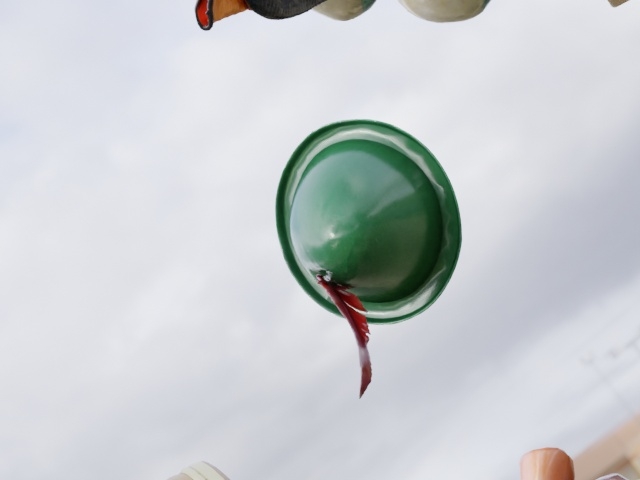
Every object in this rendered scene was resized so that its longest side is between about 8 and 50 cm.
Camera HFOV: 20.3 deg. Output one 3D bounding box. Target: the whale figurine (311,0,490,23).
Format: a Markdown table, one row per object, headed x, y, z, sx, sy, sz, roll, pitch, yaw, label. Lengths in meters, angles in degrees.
| x | y | z | sx | sy | sz | roll | pitch | yaw | label |
| --- | --- | --- | --- | --- | --- | --- | --- | --- | --- |
| 0.010 | -0.176 | 0.630 | 0.141 | 0.216 | 0.272 | -35 | -12 | -8 | whale figurine |

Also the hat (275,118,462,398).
| x | y | z | sx | sy | sz | roll | pitch | yaw | label |
| --- | --- | --- | --- | --- | --- | --- | --- | --- | --- |
| 0.000 | 0.000 | 1.405 | 0.183 | 0.208 | 0.173 | -15 | -68 | -55 | hat |

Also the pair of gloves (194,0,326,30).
| x | y | z | sx | sy | sz | roll | pitch | yaw | label |
| --- | --- | --- | --- | --- | --- | --- | --- | --- | --- |
| -0.011 | -0.100 | 0.475 | 0.074 | 0.010 | 0.083 | -31 | -57 | -44 | pair of gloves |

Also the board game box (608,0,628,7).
| x | y | z | sx | sy | sz | roll | pitch | yaw | label |
| --- | --- | --- | --- | --- | --- | --- | --- | --- | --- |
| 0.226 | -0.343 | 1.135 | 0.242 | 0.316 | 0.064 | -26 | -7 | 15 | board game box |

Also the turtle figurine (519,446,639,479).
| x | y | z | sx | sy | sz | roll | pitch | yaw | label |
| --- | --- | --- | --- | --- | --- | --- | --- | --- | --- |
| 0.129 | 0.068 | 0.375 | 0.087 | 0.269 | 0.217 | -63 | 0 | 38 | turtle figurine |

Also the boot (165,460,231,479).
| x | y | z | sx | sy | sz | roll | pitch | yaw | label |
| --- | --- | --- | --- | --- | --- | --- | --- | --- | --- |
| -0.099 | 0.242 | 0.903 | 0.203 | 0.262 | 0.095 | -20 | -41 | -8 | boot |
